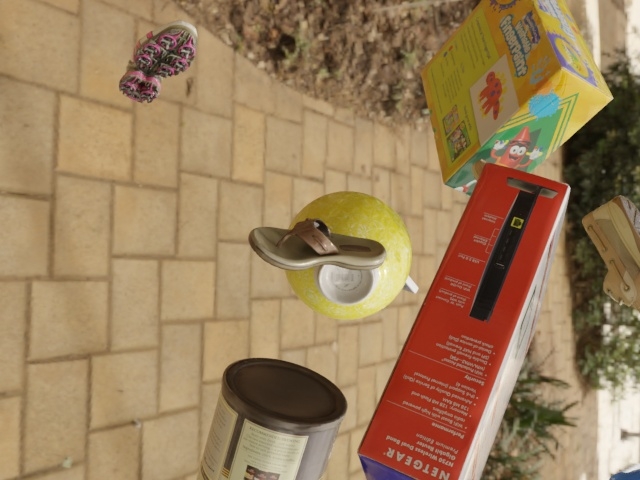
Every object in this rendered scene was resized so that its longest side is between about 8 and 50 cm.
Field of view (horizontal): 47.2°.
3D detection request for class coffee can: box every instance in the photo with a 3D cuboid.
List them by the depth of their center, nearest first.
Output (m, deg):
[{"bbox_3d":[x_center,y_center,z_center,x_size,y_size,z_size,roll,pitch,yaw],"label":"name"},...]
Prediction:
[{"bbox_3d":[-0.091,0.356,1.176,0.202,0.202,0.275,-11,121,-60],"label":"coffee can"}]

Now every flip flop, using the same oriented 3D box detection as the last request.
[{"bbox_3d":[0.000,0.000,1.360,0.112,0.277,0.080,-110,-148,-51],"label":"flip flop"}]

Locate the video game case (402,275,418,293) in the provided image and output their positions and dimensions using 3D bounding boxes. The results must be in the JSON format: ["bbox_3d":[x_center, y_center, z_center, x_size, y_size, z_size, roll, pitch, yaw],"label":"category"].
[{"bbox_3d":[0.139,0.058,1.895,0.023,0.184,0.201,-57,133,-16],"label":"video game case"}]

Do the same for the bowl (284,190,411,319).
[{"bbox_3d":[0.055,0.054,1.548,0.156,0.290,0.289,-81,161,-71],"label":"bowl"}]

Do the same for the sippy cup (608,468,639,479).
[{"bbox_3d":[0.406,0.406,0.870,0.306,0.240,0.223,-19,119,-30],"label":"sippy cup"}]

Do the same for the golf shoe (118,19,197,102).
[{"bbox_3d":[-0.220,-0.260,0.995,0.068,0.186,0.085,23,65,-30],"label":"golf shoe"}]

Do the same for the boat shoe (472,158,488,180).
[{"bbox_3d":[0.280,-0.092,1.145,0.050,0.045,0.135,20,30,-29],"label":"boat shoe"}]

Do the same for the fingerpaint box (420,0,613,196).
[{"bbox_3d":[0.434,-0.367,1.717,0.163,0.371,0.444,22,41,-24],"label":"fingerpaint box"}]

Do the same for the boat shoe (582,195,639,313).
[{"bbox_3d":[0.556,0.070,1.292,0.109,0.098,0.302,10,55,-45],"label":"boat shoe"}]

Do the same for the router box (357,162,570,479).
[{"bbox_3d":[0.149,0.140,0.745,0.301,0.082,0.335,-61,158,-25],"label":"router box"}]
